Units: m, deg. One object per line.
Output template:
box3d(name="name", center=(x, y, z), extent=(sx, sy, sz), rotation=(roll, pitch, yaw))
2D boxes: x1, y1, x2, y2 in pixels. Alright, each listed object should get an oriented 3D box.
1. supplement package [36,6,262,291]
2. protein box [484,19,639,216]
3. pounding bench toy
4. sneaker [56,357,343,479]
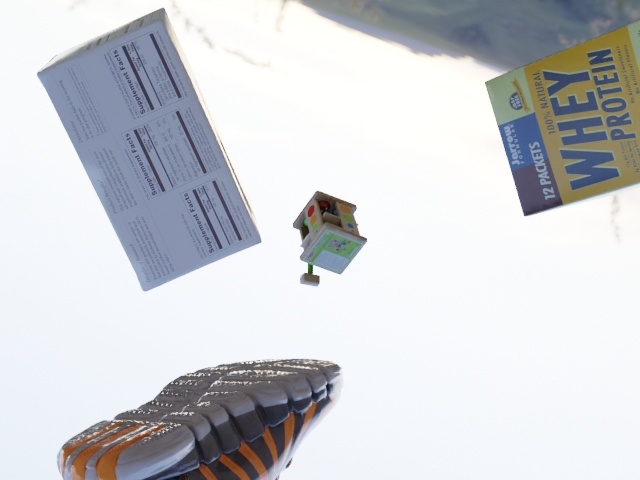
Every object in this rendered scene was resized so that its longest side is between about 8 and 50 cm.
box3d(name="supplement package", center=(-0.188, -0.109, 1.319), extent=(0.145, 0.261, 0.204), rotation=(-23, -164, -1))
box3d(name="protein box", center=(0.303, -0.122, 1.097), extent=(0.201, 0.136, 0.200), rotation=(-18, 177, 40))
box3d(name="pounding bench toy", center=(0.000, 0.000, 1.222), extent=(0.052, 0.083, 0.065), rotation=(20, -146, -28))
box3d(name="sneaker", center=(-0.083, 0.208, 0.954), extent=(0.125, 0.180, 0.321), rotation=(-2, -170, 36))
